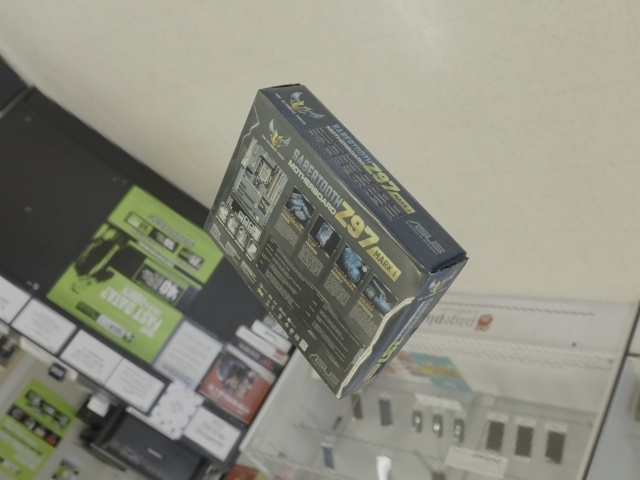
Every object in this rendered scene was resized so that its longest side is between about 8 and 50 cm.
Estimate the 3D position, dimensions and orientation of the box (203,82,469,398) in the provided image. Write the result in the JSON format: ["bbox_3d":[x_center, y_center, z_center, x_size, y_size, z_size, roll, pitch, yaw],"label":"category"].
[{"bbox_3d":[0.000,0.000,0.671,0.232,0.059,0.183,48,134,22],"label":"box"}]
